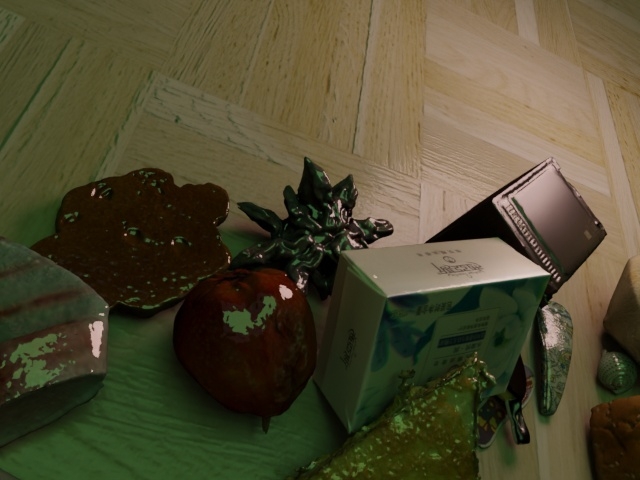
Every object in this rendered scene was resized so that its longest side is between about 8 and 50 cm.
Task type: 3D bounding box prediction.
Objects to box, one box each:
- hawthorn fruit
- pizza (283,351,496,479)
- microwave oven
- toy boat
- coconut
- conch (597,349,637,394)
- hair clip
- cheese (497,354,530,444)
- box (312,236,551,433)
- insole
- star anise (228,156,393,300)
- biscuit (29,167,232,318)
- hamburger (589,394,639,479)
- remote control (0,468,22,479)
[{"bbox_3d":[-0.087,0.119,0.707,0.179,0.174,0.173,55,44,-26],"label":"hawthorn fruit"},{"bbox_3d":[0.124,0.266,0.702,0.280,0.075,0.287,38,80,-10],"label":"pizza"},{"bbox_3d":[0.320,0.006,0.969,0.247,0.188,0.178,-30,81,-42],"label":"microwave oven"},{"bbox_3d":[-0.356,0.072,0.636,0.206,0.096,0.282,-29,60,-20],"label":"toy boat"},{"bbox_3d":[0.632,0.136,1.017,0.245,0.248,0.244,31,50,-44],"label":"coconut"},{"bbox_3d":[0.518,0.224,1.009,0.076,0.057,0.085,41,49,-14],"label":"conch"},{"bbox_3d":[0.391,0.187,0.978,0.066,0.036,0.229,25,51,-3],"label":"hair clip"},{"bbox_3d":[0.289,0.226,0.889,0.086,0.036,0.162,16,54,-38],"label":"cheese"},{"bbox_3d":[0.145,0.116,0.775,0.275,0.203,0.116,-4,30,-30],"label":"box"},{"bbox_3d":[0.280,0.248,0.901,0.197,0.004,0.065,-30,77,-38],"label":"insole"},{"bbox_3d":[-0.003,-0.003,0.853,0.283,0.129,0.212,-10,76,-21],"label":"star anise"},{"bbox_3d":[-0.239,0.000,0.768,0.290,0.041,0.208,-33,75,-36],"label":"biscuit"},{"bbox_3d":[0.488,0.338,0.863,0.136,0.155,0.207,27,58,-4],"label":"hamburger"},{"bbox_3d":[-0.229,0.324,0.552,0.313,0.055,0.109,32,50,-6],"label":"remote control"}]
